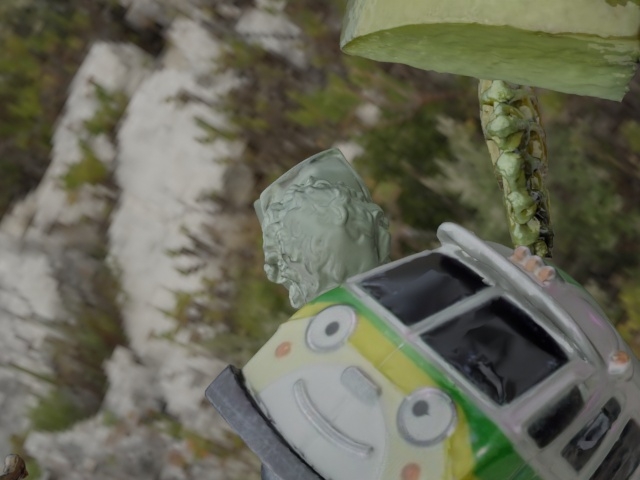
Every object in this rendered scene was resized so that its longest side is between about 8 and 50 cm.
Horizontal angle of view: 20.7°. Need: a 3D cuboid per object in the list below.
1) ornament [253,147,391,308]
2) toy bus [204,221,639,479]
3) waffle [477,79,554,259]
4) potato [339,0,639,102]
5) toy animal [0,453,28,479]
[{"bbox_3d":[-0.002,-0.015,1.668,0.120,0.130,0.285,-24,17,1],"label":"ornament"},{"bbox_3d":[0.096,0.121,0.890,0.179,0.305,0.143,-46,49,-2],"label":"toy bus"},{"bbox_3d":[0.177,-0.086,1.579,0.054,0.214,0.208,-11,38,7],"label":"waffle"},{"bbox_3d":[0.076,-0.140,0.695,0.120,0.081,0.149,9,70,5],"label":"potato"},{"bbox_3d":[-0.266,0.169,1.050,0.054,0.275,0.149,-35,66,31],"label":"toy animal"}]
